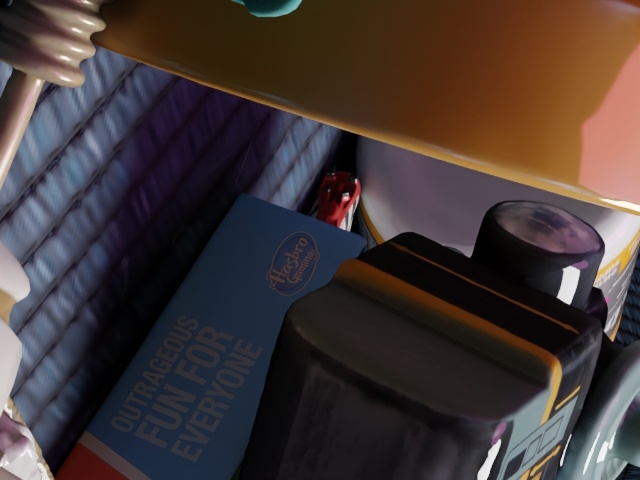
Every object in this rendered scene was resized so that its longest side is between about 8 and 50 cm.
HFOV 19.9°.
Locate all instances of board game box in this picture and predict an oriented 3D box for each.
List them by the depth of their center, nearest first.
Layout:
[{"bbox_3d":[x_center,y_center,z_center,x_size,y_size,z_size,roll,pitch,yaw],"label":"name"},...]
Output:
[{"bbox_3d":[-0.065,0.169,0.844,0.316,0.064,0.242,96,19,-49],"label":"board game box"}]

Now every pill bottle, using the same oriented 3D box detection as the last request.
[{"bbox_3d":[0.103,0.008,1.068,0.278,0.162,0.162,83,31,-64],"label":"pill bottle"}]

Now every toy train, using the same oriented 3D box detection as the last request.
[{"bbox_3d":[0.029,0.144,0.770,0.190,0.142,0.333,-24,137,-56],"label":"toy train"}]

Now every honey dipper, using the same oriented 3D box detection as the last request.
[{"bbox_3d":[-0.098,-0.009,0.509,0.160,0.030,0.030,-66,168,5],"label":"honey dipper"}]

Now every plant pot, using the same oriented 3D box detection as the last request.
[{"bbox_3d":[0.053,-0.121,0.556,0.205,0.205,0.187,-7,115,-76],"label":"plant pot"}]

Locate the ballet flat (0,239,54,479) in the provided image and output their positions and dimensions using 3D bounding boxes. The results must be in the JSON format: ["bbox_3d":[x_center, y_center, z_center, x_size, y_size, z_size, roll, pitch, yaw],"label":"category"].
[{"bbox_3d":[-0.103,0.033,0.349,0.348,0.123,0.123,88,26,-60],"label":"ballet flat"}]

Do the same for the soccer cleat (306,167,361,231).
[{"bbox_3d":[0.000,0.000,0.930,0.035,0.029,0.083,88,21,-51],"label":"soccer cleat"}]

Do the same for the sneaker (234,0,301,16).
[{"bbox_3d":[-0.013,-0.145,0.404,0.295,0.124,0.178,-36,141,-54],"label":"sneaker"}]
